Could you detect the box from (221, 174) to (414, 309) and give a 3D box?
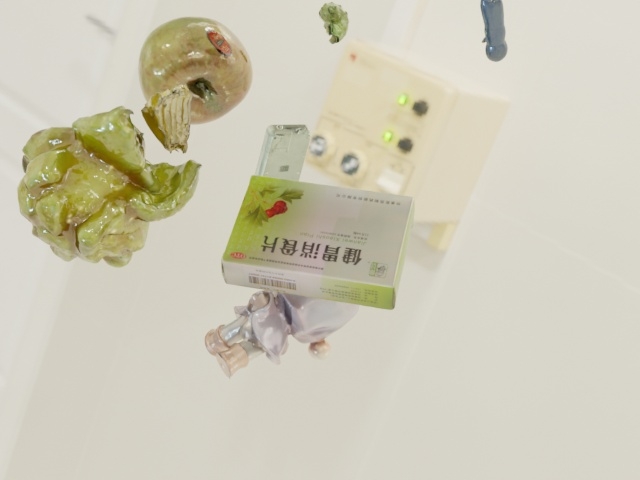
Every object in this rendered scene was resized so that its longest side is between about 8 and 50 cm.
[{"bbox_3d":[-0.001,-0.001,1.615,0.260,0.062,0.175,9,52,9],"label":"box"}]

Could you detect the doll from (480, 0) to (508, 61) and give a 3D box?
[{"bbox_3d":[0.266,-0.330,1.657,0.037,0.125,0.027,-16,37,-3],"label":"doll"}]

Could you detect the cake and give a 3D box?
[{"bbox_3d":[-0.274,-0.210,1.960,0.080,0.116,0.185,-24,8,-28],"label":"cake"}]

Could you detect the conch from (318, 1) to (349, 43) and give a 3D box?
[{"bbox_3d":[0.030,-0.509,2.547,0.074,0.121,0.089,3,61,-6],"label":"conch"}]

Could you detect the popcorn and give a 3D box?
[{"bbox_3d":[-0.382,-0.092,1.958,0.326,0.290,0.321,4,2,-20],"label":"popcorn"}]

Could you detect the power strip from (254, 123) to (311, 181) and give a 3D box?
[{"bbox_3d":[-0.072,-0.130,1.926,0.081,0.192,0.035,-3,44,-22],"label":"power strip"}]

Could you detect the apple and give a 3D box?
[{"bbox_3d":[-0.279,-0.374,2.372,0.261,0.261,0.194,11,36,-30],"label":"apple"}]

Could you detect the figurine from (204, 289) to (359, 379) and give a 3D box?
[{"bbox_3d":[-0.053,0.114,1.716,0.200,0.276,0.133,59,-9,-4],"label":"figurine"}]
